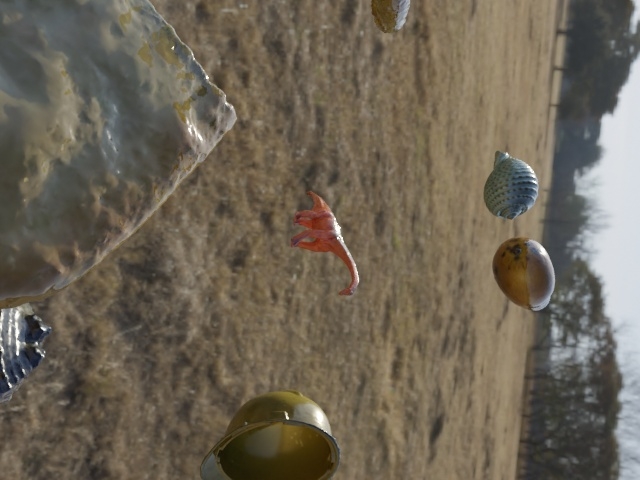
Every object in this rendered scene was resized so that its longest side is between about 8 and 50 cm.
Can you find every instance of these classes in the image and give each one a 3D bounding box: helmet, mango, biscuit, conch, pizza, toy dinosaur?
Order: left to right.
[{"bbox_3d":[-0.316,-0.162,0.711,0.429,0.104,0.446,55,48,-23],"label":"biscuit"},{"bbox_3d":[-0.545,0.187,1.232,0.313,0.186,0.241,-137,-115,-68],"label":"conch"},{"bbox_3d":[-0.083,0.347,1.374,0.205,0.257,0.140,45,27,-27],"label":"helmet"},{"bbox_3d":[0.000,-0.004,1.281,0.055,0.101,0.280,86,-3,-46],"label":"toy dinosaur"},{"bbox_3d":[0.054,-0.349,0.910,0.182,0.062,0.161,70,-6,-75],"label":"pizza"},{"bbox_3d":[0.228,-0.063,0.904,0.076,0.056,0.085,21,79,-42],"label":"conch"},{"bbox_3d":[0.325,0.053,1.228,0.115,0.090,0.178,69,14,16],"label":"mango"}]
